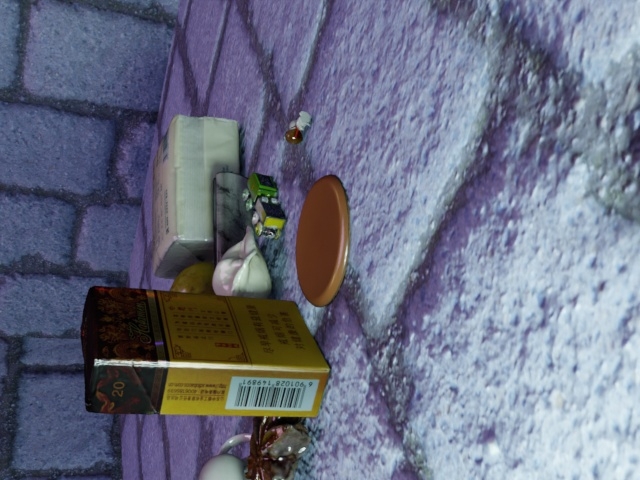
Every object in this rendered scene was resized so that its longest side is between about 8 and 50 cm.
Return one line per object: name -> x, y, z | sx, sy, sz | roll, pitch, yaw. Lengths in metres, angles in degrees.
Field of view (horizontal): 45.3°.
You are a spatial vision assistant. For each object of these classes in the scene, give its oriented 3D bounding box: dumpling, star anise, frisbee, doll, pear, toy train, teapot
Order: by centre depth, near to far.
frisbee -> 0.000, 0.000, 1.435 | 0.251, 0.021, 0.251 | -174, 90, -69
star anise -> -0.082, 0.397, 1.466 | 0.220, 0.099, 0.214 | -157, 87, -74
doll -> -0.045, -0.230, 1.580 | 0.085, 0.040, 0.058 | 174, 110, -69
teapot -> -0.170, 0.526, 1.590 | 0.165, 0.208, 0.300 | -25, 39, 16
dumpling -> -0.165, 0.058, 1.694 | 0.252, 0.131, 0.179 | -76, -4, -53
toy train -> -0.126, -0.079, 1.725 | 0.081, 0.060, 0.202 | -66, 29, 28
pear -> -0.283, 0.147, 1.906 | 0.200, 0.200, 0.200 | -175, 90, -69

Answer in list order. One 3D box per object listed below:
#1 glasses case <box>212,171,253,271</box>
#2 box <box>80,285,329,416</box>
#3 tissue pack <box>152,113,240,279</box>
glasses case -> -0.207, -0.015, 1.864 | 0.060, 0.114, 0.299 | -21, 63, 38
box -> -0.221, 0.201, 1.410 | 0.264, 0.415, 0.116 | -123, 43, -58
tissue pack -> -0.339, -0.109, 2.079 | 0.297, 0.207, 0.380 | 137, 133, -58
